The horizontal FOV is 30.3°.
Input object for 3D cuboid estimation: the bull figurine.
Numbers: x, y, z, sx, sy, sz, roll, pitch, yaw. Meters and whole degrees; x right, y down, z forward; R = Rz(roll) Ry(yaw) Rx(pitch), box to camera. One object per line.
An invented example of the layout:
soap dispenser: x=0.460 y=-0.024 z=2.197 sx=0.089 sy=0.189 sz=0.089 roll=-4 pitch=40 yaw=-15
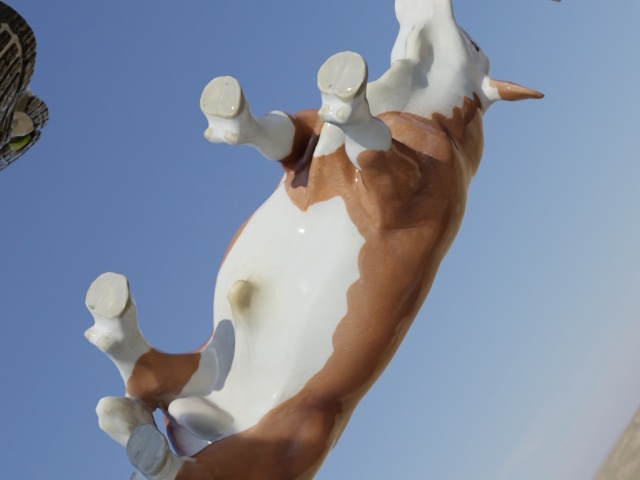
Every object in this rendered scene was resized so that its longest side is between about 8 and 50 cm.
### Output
bull figurine: x=0.000 y=0.000 z=0.588 sx=0.188 sy=0.101 sz=0.310 roll=27 pitch=-93 yaw=-58

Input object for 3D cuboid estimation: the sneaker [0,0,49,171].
sneaker: x=-0.367 y=-0.171 z=1.219 sx=0.111 sy=0.121 sz=0.300 roll=-54 pitch=-5 yaw=-23
